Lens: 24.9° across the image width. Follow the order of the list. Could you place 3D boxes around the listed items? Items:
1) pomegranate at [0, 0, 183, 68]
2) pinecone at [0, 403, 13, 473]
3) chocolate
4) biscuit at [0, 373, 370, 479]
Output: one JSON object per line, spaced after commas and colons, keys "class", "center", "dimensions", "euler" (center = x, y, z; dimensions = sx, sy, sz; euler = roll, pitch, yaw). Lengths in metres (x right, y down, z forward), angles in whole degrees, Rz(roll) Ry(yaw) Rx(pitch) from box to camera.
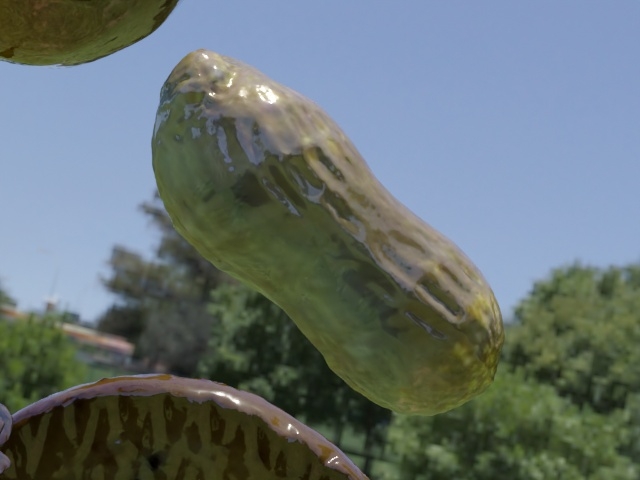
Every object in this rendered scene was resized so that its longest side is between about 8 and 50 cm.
{"class": "pomegranate", "center": [-0.218, -0.272, 1.136], "dimensions": [0.307, 0.307, 0.307], "euler": [12, -12, 3]}
{"class": "pinecone", "center": [-0.161, 0.061, 0.415], "dimensions": [0.140, 0.121, 0.140], "euler": [42, 5, -5]}
{"class": "chocolate", "center": [0.000, 0.000, 1.000], "dimensions": [0.309, 0.134, 0.134], "euler": [47, -18, -6]}
{"class": "biscuit", "center": [-0.057, 0.139, 0.511], "dimensions": [0.188, 0.188, 0.027], "euler": [13, 10, 0]}
